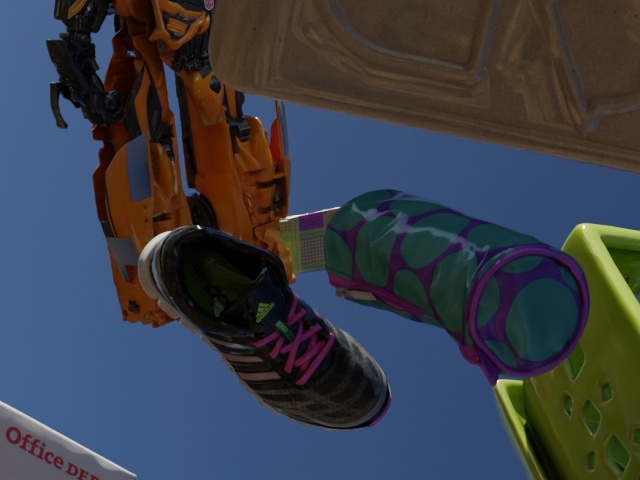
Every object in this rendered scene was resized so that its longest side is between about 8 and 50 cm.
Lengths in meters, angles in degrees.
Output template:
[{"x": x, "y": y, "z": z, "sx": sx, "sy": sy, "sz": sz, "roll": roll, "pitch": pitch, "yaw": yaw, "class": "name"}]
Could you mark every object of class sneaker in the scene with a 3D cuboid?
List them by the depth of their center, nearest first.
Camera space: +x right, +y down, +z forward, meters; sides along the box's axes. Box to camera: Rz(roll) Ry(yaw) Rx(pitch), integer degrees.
[{"x": -0.031, "y": 0.048, "z": 0.764, "sx": 0.170, "sy": 0.063, "sz": 0.075, "roll": 38, "pitch": -17, "yaw": 2, "class": "sneaker"}]

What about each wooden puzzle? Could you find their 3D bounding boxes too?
[{"x": 0.130, "y": -0.218, "z": 0.808, "sx": 0.080, "sy": 0.347, "sz": 0.322, "roll": -81, "pitch": -177, "yaw": -80, "class": "wooden puzzle"}]

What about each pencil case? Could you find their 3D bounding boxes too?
[{"x": 0.061, "y": 0.019, "z": 0.656, "sx": 0.064, "sy": 0.070, "sz": 0.151, "roll": 53, "pitch": -14, "yaw": -26, "class": "pencil case"}]

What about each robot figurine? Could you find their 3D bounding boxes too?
[{"x": -0.098, "y": -0.093, "z": 1.011, "sx": 0.085, "sy": 0.211, "sz": 0.291, "roll": 7, "pitch": -70, "yaw": 41, "class": "robot figurine"}]

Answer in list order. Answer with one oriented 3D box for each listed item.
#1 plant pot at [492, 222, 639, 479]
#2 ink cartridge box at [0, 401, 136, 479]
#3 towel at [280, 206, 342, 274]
[{"x": 0.279, "y": 0.144, "z": 1.070, "sx": 0.207, "sy": 0.227, "sz": 0.228, "roll": -60, "pitch": -146, "yaw": 33, "class": "plant pot"}, {"x": -0.297, "y": 0.279, "z": 1.153, "sx": 0.168, "sy": 0.171, "sz": 0.233, "roll": -13, "pitch": -129, "yaw": 40, "class": "ink cartridge box"}, {"x": 0.000, "y": 0.000, "z": 1.274, "sx": 0.009, "sy": 0.083, "sz": 0.060, "roll": -145, "pitch": -133, "yaw": -62, "class": "towel"}]
